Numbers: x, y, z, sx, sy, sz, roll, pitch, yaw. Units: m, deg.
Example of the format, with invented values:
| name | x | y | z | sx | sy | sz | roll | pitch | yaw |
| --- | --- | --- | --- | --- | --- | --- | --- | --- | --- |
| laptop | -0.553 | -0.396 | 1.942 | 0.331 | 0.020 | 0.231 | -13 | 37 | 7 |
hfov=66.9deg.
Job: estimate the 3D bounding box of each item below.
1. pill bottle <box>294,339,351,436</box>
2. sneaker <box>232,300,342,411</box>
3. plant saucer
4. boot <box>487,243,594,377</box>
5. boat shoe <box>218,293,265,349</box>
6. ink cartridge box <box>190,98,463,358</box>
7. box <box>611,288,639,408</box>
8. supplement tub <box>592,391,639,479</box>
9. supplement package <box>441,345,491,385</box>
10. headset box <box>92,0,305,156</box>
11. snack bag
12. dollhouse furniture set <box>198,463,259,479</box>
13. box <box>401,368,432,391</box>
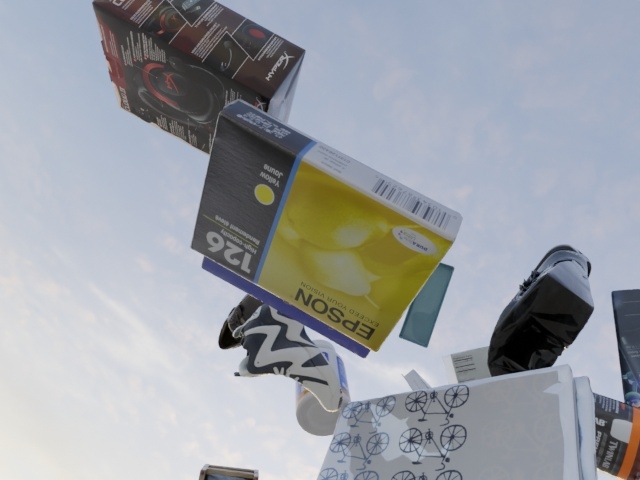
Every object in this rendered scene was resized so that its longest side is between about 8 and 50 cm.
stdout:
| name | x | y | z | sx | sy | sz | roll | pitch | yaw |
| --- | --- | --- | --- | --- | --- | --- | --- | --- | --- |
| pill bottle | 0.002 | 0.403 | 1.377 | 0.152 | 0.272 | 0.153 | -1 | -69 | -3 |
| sneaker | -0.071 | 0.230 | 0.871 | 0.235 | 0.153 | 0.094 | 62 | -16 | -6 |
| plant saucer | 0.238 | 0.139 | 1.085 | 0.067 | 0.018 | 0.192 | 19 | -99 | 16 |
| boot | 0.432 | 0.202 | 0.994 | 0.146 | 0.445 | 0.367 | 23 | -72 | 22 |
| boat shoe | -0.201 | 0.220 | 1.295 | 0.103 | 0.092 | 0.285 | 48 | -43 | 7 |
| ink cartridge box | -0.024 | 0.020 | 0.642 | 0.303 | 0.072 | 0.307 | 28 | -52 | 6 |
| box | 0.757 | 0.291 | 0.934 | 0.293 | 0.396 | 0.212 | -11 | -53 | 33 |
| supplement tub | 0.400 | 0.275 | 0.699 | 0.197 | 0.106 | 0.106 | 14 | -57 | 29 |
| supplement package | 0.512 | 0.468 | 1.606 | 0.149 | 0.194 | 0.203 | -12 | -106 | 1 |
| headset box | -0.190 | -0.246 | 0.727 | 0.293 | 0.110 | 0.218 | 28 | -26 | 0 |
| snack bag | 0.100 | 0.284 | 0.473 | 0.323 | 0.343 | 0.037 | -22 | -64 | 37 |
| dollhouse furniture set | -0.211 | 0.602 | 1.059 | 0.129 | 0.184 | 0.129 | 9 | -20 | -4 |
| box | 0.292 | 0.426 | 1.311 | 0.042 | 0.178 | 0.109 | -42 | -72 | 2 |
